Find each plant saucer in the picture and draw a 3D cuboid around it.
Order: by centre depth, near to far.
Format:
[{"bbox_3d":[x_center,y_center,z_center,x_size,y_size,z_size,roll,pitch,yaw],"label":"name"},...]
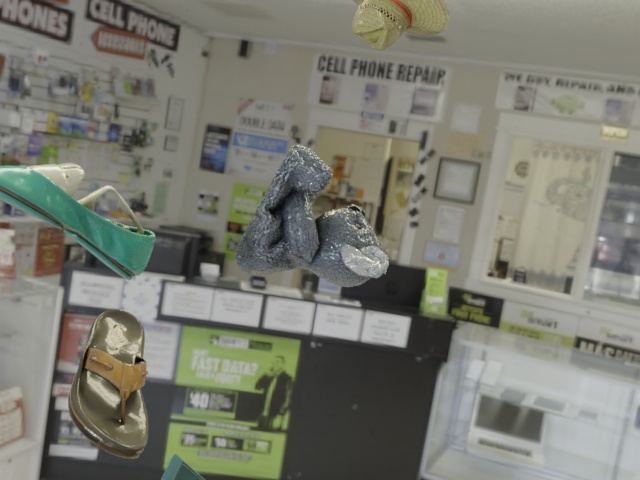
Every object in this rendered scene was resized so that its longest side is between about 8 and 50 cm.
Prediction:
[{"bbox_3d":[-0.177,0.385,1.081,0.018,0.067,0.192,2,-39,30],"label":"plant saucer"}]

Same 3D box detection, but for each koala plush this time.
[{"bbox_3d":[0.000,0.000,1.153,0.221,0.203,0.196,29,-10,-5],"label":"koala plush"}]

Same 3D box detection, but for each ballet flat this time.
[{"bbox_3d":[-0.297,-0.042,0.892,0.083,0.087,0.247,18,-17,45],"label":"ballet flat"}]

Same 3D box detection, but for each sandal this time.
[{"bbox_3d":[-0.223,0.144,0.823,0.090,0.060,0.219,25,27,-22],"label":"sandal"}]

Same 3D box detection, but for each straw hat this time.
[{"bbox_3d":[0.069,-0.249,0.830,0.145,0.061,0.144,29,-8,5],"label":"straw hat"}]
